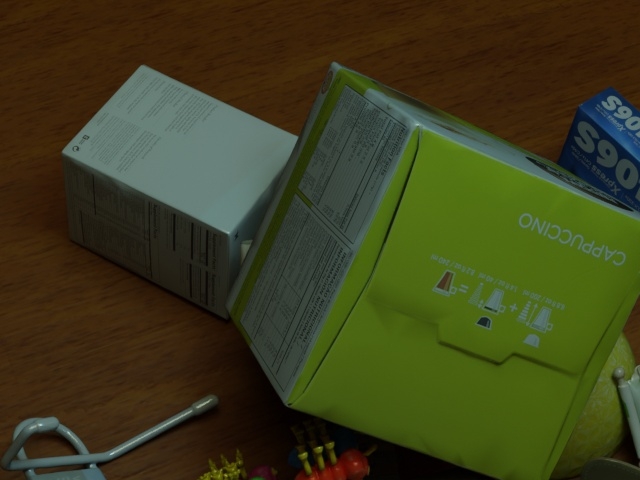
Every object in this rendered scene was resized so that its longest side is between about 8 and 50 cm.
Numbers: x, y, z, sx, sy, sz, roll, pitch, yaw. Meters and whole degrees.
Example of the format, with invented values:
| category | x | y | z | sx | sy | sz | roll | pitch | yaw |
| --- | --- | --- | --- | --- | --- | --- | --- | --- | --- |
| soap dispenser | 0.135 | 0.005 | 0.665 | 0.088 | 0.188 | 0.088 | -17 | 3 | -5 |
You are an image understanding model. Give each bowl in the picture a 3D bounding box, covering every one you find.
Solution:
| category | x | y | z | sx | sy | sz | roll | pitch | yaw |
| --- | --- | --- | --- | --- | --- | --- | --- | --- | --- |
| bowl | 0.298 | 0.155 | 2.010 | 0.290 | 0.156 | 0.289 | 4 | 53 | -5 |

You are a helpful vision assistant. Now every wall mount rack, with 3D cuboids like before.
| category | x | y | z | sx | sy | sz | roll | pitch | yaw |
| --- | --- | --- | --- | --- | --- | --- | --- | --- | --- |
| wall mount rack | -0.213 | 0.318 | 1.844 | 0.304 | 0.130 | 0.350 | 1 | 46 | -49 |

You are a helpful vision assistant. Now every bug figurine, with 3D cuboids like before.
| category | x | y | z | sx | sy | sz | roll | pitch | yaw |
| --- | --- | --- | --- | --- | --- | --- | --- | --- | --- |
| bug figurine | -0.038 | 0.270 | 1.758 | 0.216 | 0.279 | 0.072 | -19 | 91 | -1 |

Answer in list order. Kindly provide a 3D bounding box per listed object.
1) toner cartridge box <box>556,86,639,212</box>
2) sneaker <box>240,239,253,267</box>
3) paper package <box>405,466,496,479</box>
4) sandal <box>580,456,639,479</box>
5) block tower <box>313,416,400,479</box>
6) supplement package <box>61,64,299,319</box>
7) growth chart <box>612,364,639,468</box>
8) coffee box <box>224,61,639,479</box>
| category | x | y | z | sx | sy | sz | roll | pitch | yaw |
| --- | --- | --- | --- | --- | --- | --- | --- | --- | --- |
| toner cartridge box | 0.496 | -0.049 | 2.184 | 0.075 | 0.165 | 0.348 | -31 | 62 | -26 |
| sneaker | 0.000 | 0.000 | 2.035 | 0.122 | 0.146 | 0.330 | 0 | 19 | 30 |
| paper package | 0.072 | 0.437 | 1.688 | 0.325 | 0.168 | 0.309 | -12 | 87 | -16 |
| sandal | 0.446 | 0.341 | 1.957 | 0.240 | 0.088 | 0.079 | 27 | 23 | 4 |
| block tower | 0.041 | 0.248 | 1.944 | 0.091 | 0.097 | 0.335 | -2 | 55 | -8 |
| supplement package | -0.187 | -0.067 | 2.077 | 0.263 | 0.198 | 0.199 | 26 | 54 | 15 |
| growth chart | 0.498 | 0.214 | 2.011 | 0.237 | 0.172 | 0.021 | -18 | 13 | -26 |
| coffee box | 0.131 | 0.036 | 1.752 | 0.338 | 0.338 | 0.334 | 21 | 10 | -21 |
